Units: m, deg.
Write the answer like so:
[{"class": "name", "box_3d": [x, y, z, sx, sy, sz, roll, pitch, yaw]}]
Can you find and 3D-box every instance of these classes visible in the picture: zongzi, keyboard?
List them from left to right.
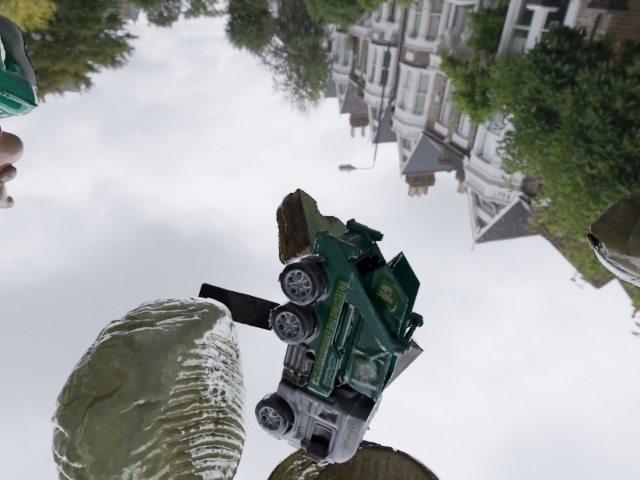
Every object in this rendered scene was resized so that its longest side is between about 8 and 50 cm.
[{"class": "keyboard", "box_3d": [-0.197, 0.159, 1.000, 0.196, 0.074, 0.015, 18, -175, -18]}, {"class": "zongzi", "box_3d": [0.404, 0.038, 0.475, 0.189, 0.081, 0.178, 16, -153, -52]}]

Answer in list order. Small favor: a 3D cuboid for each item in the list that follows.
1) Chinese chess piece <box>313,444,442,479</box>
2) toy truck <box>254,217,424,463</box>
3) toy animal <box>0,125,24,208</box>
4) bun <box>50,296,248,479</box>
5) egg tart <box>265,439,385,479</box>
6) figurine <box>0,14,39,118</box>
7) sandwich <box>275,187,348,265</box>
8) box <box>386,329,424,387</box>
[{"class": "Chinese chess piece", "box_3d": [0.087, 0.458, 0.636, 0.270, 0.112, 0.270, -18, -142, 15]}, {"class": "toy truck", "box_3d": [0.024, 0.098, 0.387, 0.116, 0.216, 0.110, 20, -162, 21]}, {"class": "toy animal", "box_3d": [-0.643, -0.152, 0.748, 0.171, 0.198, 0.171, 15, -159, -6]}, {"class": "bun", "box_3d": [-0.258, 0.255, 0.661, 0.227, 0.349, 0.353, -6, -119, 8]}, {"class": "egg tart", "box_3d": [0.045, 0.648, 0.921, 0.443, 0.178, 0.443, 0, -130, 0]}, {"class": "figurine", "box_3d": [-0.528, -0.257, 0.509, 0.323, 0.231, 0.340, 30, -178, -12]}, {"class": "sandwich", "box_3d": [-0.001, 0.001, 1.148, 0.273, 0.095, 0.249, 34, -147, -40]}, {"class": "box", "box_3d": [0.127, 0.242, 1.020, 0.159, 0.240, 0.071, -43, -153, 1]}]
